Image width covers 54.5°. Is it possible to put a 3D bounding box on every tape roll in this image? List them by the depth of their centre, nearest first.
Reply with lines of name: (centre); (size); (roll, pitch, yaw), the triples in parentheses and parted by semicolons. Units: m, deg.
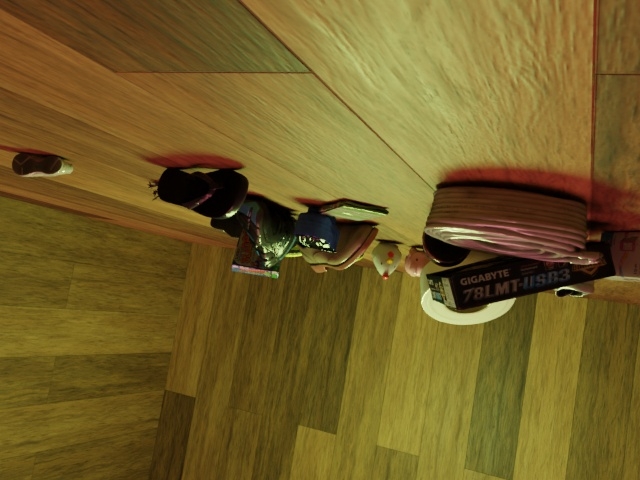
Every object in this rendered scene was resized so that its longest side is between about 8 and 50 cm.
tape roll: (0.454, 0.150, 1.928); (0.286, 0.100, 0.286); (3, 142, 2)

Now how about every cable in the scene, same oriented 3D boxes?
cable: (0.305, -0.028, 1.026); (0.257, 0.089, 0.257); (14, 175, -37)

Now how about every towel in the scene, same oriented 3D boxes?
towel: (0.074, -0.069, 1.405); (0.113, 0.023, 0.152); (9, 173, -20)

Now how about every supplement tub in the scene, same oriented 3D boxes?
supplement tub: (0.274, 0.005, 1.348); (0.106, 0.106, 0.198); (8, 176, 11)

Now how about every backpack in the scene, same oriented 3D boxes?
backpack: (-0.012, -0.030, 1.513); (0.098, 0.101, 0.120); (6, 170, 19)

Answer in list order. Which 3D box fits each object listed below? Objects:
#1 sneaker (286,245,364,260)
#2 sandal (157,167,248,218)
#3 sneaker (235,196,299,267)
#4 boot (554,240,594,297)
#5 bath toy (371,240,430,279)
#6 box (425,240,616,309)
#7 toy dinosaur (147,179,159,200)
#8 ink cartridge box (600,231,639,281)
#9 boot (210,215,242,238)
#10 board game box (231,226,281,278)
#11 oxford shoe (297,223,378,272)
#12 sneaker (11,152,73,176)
sneaker: (0.000, 0.000, 1.983); (0.296, 0.109, 0.123); (7, -160, -7)
sandal: (-0.244, -0.096, 1.219); (0.255, 0.097, 0.054); (6, 174, 38)
sneaker: (-0.131, -0.045, 1.634); (0.140, 0.125, 0.341); (-32, 163, -7)
boot: (0.556, 0.070, 1.457); (0.095, 0.123, 0.258); (10, 175, -6)
bath toy: (0.340, 0.086, 2.039); (0.348, 0.129, 0.151); (9, 141, -5)
box: (0.379, 0.067, 1.244); (0.296, 0.073, 0.293); (-13, 180, 2)
toy dinosaur: (-0.392, -0.134, 1.529); (0.082, 0.047, 0.090); (-5, -160, 37)
ink cartridge box: (0.583, 0.030, 1.152); (0.052, 0.088, 0.122); (14, 174, -28)
boot: (-0.245, -0.031, 2.098); (0.190, 0.076, 0.208); (24, 178, 39)
board game box: (-0.176, 0.013, 1.836); (0.136, 0.201, 0.035); (9, 141, -1)
oxford shoe: (0.031, 0.005, 1.762); (0.130, 0.123, 0.348); (43, 149, -14)
sneaker: (-0.637, -0.166, 1.422); (0.152, 0.053, 0.061); (7, 177, 19)
